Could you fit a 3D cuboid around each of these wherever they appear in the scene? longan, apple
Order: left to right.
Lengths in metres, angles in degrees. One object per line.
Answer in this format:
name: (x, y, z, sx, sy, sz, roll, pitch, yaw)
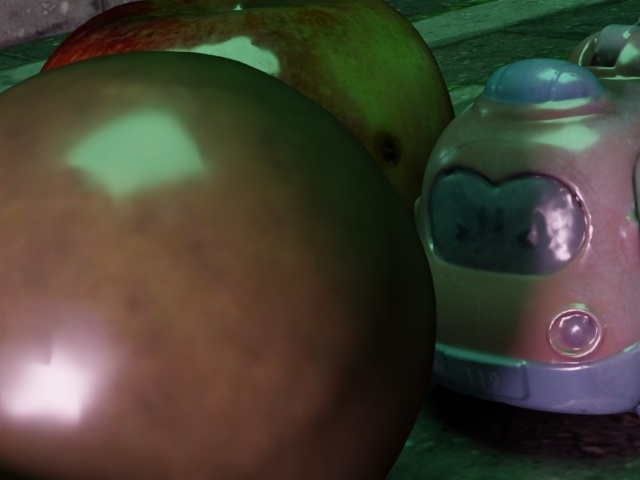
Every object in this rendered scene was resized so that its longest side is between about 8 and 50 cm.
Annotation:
longan: (-0.097, 0.048, 0.765, 0.319, 0.318, 0.319, -8, 18, 3)
apple: (-0.065, -0.044, 1.063, 0.349, 0.276, 0.348, -6, 17, 2)

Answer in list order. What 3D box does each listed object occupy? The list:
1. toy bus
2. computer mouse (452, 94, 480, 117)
toy bus: (0.185, -0.021, 0.942, 0.197, 0.231, 0.294, 8, 24, 42)
computer mouse: (0.143, -0.091, 1.414, 0.331, 0.095, 0.197, -18, 16, -27)
